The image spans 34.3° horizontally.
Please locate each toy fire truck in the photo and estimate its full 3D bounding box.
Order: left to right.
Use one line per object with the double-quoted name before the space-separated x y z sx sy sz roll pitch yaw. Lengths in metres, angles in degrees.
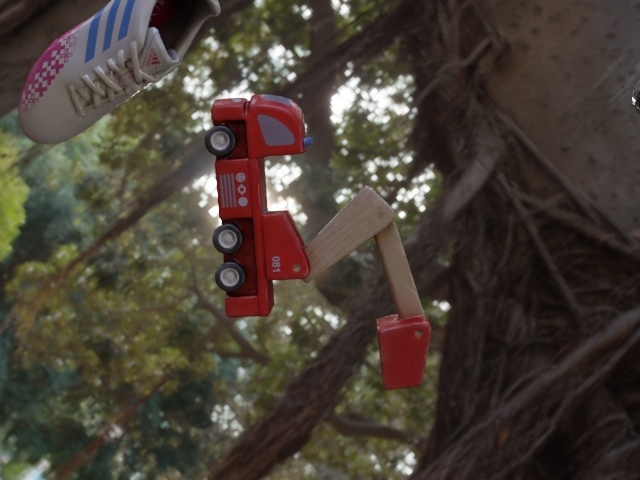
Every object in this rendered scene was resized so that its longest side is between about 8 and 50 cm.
"toy fire truck" 0.000 0.000 0.671 0.047 0.135 0.192 -72 159 -83

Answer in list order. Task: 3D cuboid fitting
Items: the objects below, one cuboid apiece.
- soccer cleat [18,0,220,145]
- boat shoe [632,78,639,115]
"soccer cleat" -0.267 -0.236 1.356 0.116 0.331 0.143 35 12 -48
"boat shoe" 0.503 -0.173 1.019 0.156 0.367 0.136 57 -16 29
